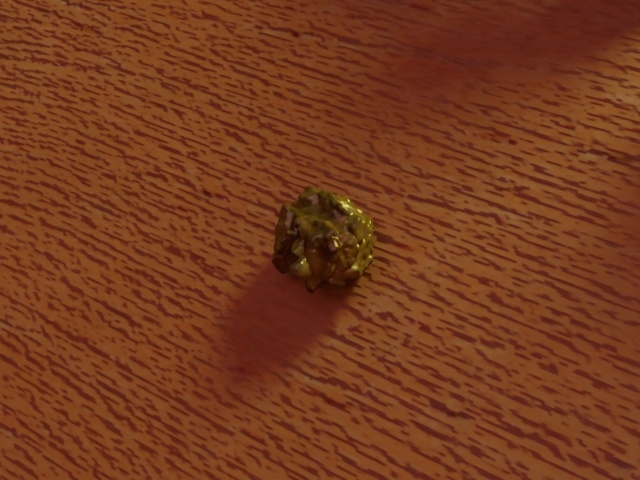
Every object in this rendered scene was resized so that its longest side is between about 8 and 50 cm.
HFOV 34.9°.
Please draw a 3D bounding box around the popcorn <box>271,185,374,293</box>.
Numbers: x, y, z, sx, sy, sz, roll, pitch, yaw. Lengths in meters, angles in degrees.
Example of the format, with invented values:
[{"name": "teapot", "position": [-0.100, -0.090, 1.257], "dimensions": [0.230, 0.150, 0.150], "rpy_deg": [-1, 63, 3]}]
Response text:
[{"name": "popcorn", "position": [0.000, 0.000, 0.758], "dimensions": [0.083, 0.057, 0.082], "rpy_deg": [-26, 57, 12]}]
